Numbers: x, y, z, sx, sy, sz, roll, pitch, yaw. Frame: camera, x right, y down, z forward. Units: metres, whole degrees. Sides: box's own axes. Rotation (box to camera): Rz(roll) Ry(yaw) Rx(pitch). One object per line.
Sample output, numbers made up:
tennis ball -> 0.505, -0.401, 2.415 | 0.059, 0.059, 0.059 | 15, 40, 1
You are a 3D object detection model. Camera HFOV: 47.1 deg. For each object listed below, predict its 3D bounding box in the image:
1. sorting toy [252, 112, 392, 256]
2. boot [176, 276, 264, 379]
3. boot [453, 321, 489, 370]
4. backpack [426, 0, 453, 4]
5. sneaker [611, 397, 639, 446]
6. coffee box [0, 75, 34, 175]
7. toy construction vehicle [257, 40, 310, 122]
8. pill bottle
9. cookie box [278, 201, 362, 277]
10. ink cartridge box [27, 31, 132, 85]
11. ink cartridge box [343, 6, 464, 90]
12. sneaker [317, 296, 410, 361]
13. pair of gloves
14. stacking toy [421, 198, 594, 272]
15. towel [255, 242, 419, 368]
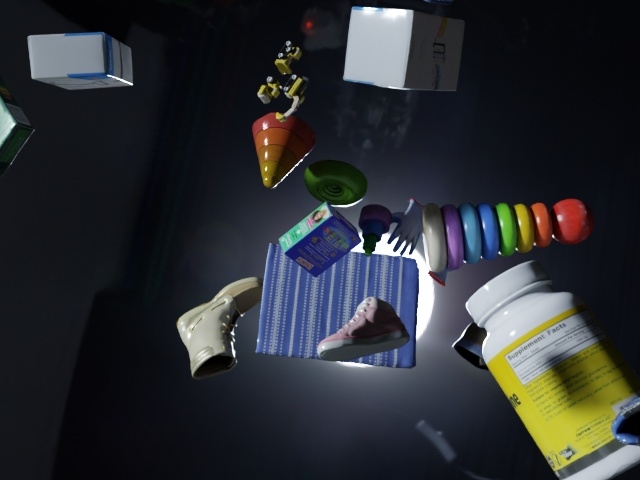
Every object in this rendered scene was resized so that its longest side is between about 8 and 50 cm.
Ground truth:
sorting toy -> 0.003, -0.083, 1.393 | 0.127, 0.126, 0.365 | -19, -45, 40
boot -> -0.232, 0.222, 1.867 | 0.095, 0.262, 0.203 | 61, 0, -41
boot -> 0.389, 0.263, 1.575 | 0.219, 0.106, 0.082 | 43, -26, 30
backpack -> 0.212, -0.467, 1.298 | 0.105, 0.084, 0.114 | -4, 35, -27
sneaker -> 0.448, 0.209, 0.882 | 0.087, 0.083, 0.221 | -5, -27, -38
coffee box -> -0.570, -0.213, 1.262 | 0.184, 0.113, 0.040 | 50, 19, 25
toy construction vehicle -> -0.050, -0.242, 1.133 | 0.035, 0.098, 0.086 | 26, -13, 27
pill bottle -> 0.379, 0.206, 1.159 | 0.188, 0.334, 0.188 | -25, -23, -11
cookie box -> 0.000, 0.000, 1.237 | 0.092, 0.107, 0.040 | 40, 19, -40
ink cartridge box -> -0.474, -0.358, 1.474 | 0.148, 0.086, 0.203 | -3, 6, 1
ink cartridge box -> 0.197, -0.440, 1.697 | 0.171, 0.168, 0.232 | 17, 18, 37
sneaker -> 0.048, 0.114, 0.964 | 0.134, 0.070, 0.051 | -7, -30, -27
pair of gloves -> 0.225, -0.003, 1.562 | 0.198, 0.159, 0.023 | 36, -39, -8
stacking toy -> 0.373, -0.022, 1.458 | 0.330, 0.141, 0.141 | -7, -7, 3
towel -> 0.044, 0.136, 1.540 | 0.336, 0.243, 0.040 | 7, -20, -5
